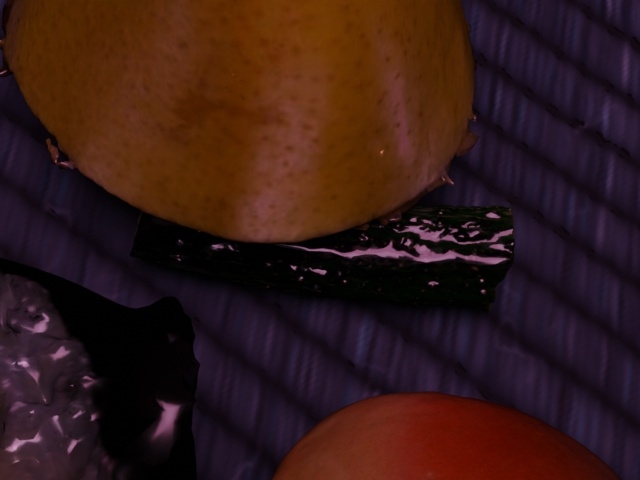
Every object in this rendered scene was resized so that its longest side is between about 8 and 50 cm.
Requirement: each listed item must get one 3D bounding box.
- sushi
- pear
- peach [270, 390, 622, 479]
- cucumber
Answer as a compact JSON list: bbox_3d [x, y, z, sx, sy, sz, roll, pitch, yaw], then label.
[{"bbox_3d":[-0.142,0.134,0.503,0.225,0.219,0.238,-2,45,7],"label":"sushi"},{"bbox_3d":[-0.029,-0.147,0.618,0.267,0.178,0.267,5,50,-6],"label":"pear"},{"bbox_3d":[0.049,0.150,0.533,0.184,0.184,0.184,1,68,-4],"label":"peach"},{"bbox_3d":[0.000,0.001,0.648,0.187,0.058,0.058,6,68,-2],"label":"cucumber"}]
